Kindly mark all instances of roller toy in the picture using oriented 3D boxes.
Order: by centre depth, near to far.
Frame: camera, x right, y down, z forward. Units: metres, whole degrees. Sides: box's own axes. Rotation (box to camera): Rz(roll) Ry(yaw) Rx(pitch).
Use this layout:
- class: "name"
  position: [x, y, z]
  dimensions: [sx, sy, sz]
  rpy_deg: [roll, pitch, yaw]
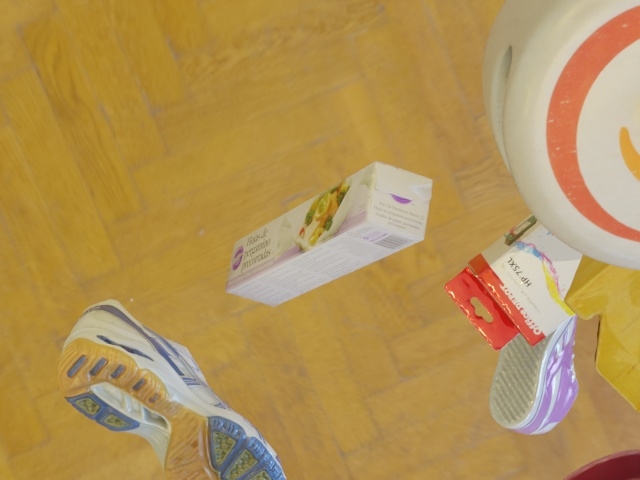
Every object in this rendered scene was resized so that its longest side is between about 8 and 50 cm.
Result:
- class: "roller toy"
  position: [0.199, -0.084, 0.789]
  dimensions: [0.209, 0.146, 0.191]
  rpy_deg: [35, 107, -13]

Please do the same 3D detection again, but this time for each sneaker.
- class: "sneaker"
  position: [-0.137, 0.170, 1.379]
  dimensions: [0.112, 0.131, 0.296]
  rpy_deg: [-36, 114, 19]
- class: "sneaker"
  position: [0.346, 0.156, 2.006]
  dimensions: [0.161, 0.102, 0.282]
  rpy_deg: [24, 86, -51]

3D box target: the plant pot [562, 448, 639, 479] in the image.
- class: "plant pot"
  position: [0.408, 0.402, 1.734]
  dimensions: [0.201, 0.201, 0.180]
  rpy_deg: [-32, 105, -8]

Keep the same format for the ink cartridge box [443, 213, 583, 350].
- class: "ink cartridge box"
  position: [0.299, 0.047, 1.819]
  dimensions: [0.231, 0.078, 0.134]
  rpy_deg: [-39, 102, 6]

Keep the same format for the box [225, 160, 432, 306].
- class: "box"
  position: [0.000, 0.000, 1.332]
  dimensions: [0.067, 0.324, 0.063]
  rpy_deg: [19, 69, -22]

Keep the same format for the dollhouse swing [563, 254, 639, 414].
- class: "dollhouse swing"
  position: [0.437, 0.026, 1.226]
  dimensions: [0.347, 0.305, 0.315]
  rpy_deg: [43, 113, -11]
